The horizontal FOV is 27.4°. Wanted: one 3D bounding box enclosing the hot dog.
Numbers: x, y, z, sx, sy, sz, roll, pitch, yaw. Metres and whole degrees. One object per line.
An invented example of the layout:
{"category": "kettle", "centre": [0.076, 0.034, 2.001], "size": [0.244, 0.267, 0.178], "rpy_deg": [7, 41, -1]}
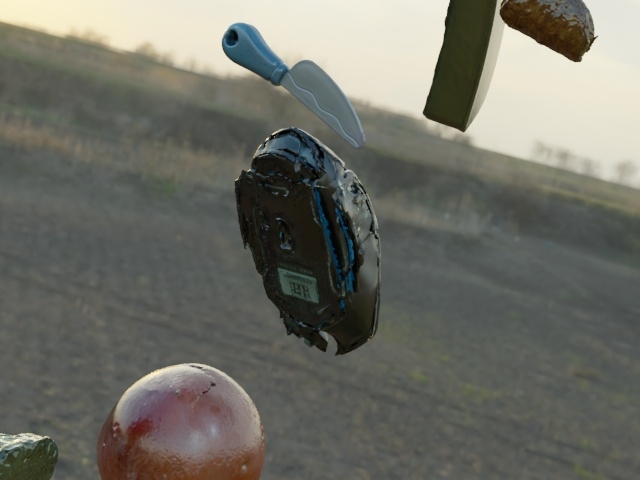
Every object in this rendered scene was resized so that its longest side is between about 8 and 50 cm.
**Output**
{"category": "hot dog", "centre": [0.187, -0.180, 1.070], "size": [0.083, 0.035, 0.058], "rpy_deg": [34, -32, 16]}

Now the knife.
{"category": "knife", "centre": [-0.028, -0.194, 1.585], "size": [0.244, 0.058, 0.032], "rpy_deg": [37, 15, 26]}

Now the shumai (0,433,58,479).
{"category": "shumai", "centre": [-0.370, 0.257, 1.507], "size": [0.087, 0.099, 0.124], "rpy_deg": [26, 16, 29]}

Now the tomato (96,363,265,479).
{"category": "tomato", "centre": [-0.174, 0.249, 1.613], "size": [0.208, 0.184, 0.208], "rpy_deg": [-19, 16, 6]}

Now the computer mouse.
{"category": "computer mouse", "centre": [0.000, 0.000, 1.239], "size": [0.146, 0.241, 0.077], "rpy_deg": [16, 34, 41]}

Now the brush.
{"category": "brush", "centre": [0.161, -0.225, 1.396], "size": [0.059, 0.197, 0.123], "rpy_deg": [14, 31, 10]}
